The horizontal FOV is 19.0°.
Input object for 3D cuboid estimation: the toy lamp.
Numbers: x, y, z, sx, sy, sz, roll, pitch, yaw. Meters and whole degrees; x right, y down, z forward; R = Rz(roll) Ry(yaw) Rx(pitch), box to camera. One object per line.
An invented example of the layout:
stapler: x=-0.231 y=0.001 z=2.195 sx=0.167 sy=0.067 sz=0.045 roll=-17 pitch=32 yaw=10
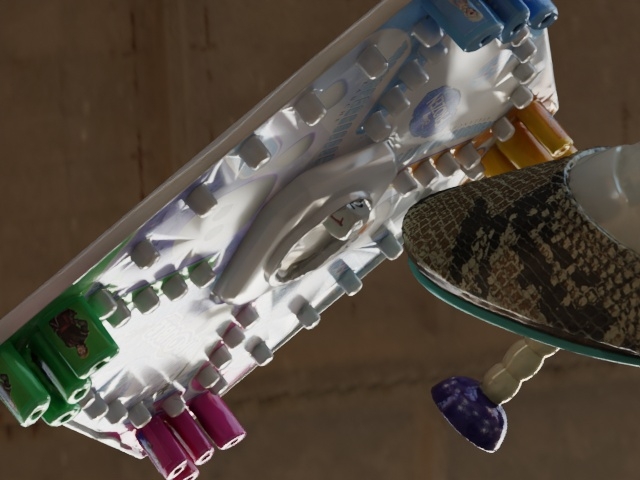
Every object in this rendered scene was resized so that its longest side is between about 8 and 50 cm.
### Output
toy lamp: x=0.201 y=0.041 z=1.454 sx=0.080 sy=0.080 sz=0.274 roll=38 pitch=-74 yaw=-25

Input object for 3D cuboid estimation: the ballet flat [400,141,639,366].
ballet flat: x=0.299 y=0.026 z=1.201 sx=0.483 sy=0.164 sz=0.182 roll=24 pitch=-55 yaw=1

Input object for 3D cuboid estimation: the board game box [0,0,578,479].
board game box: x=0.000 y=0.000 z=1.178 sx=0.390 sy=0.390 sz=0.050 roll=-40 pitch=-105 yaw=-1
